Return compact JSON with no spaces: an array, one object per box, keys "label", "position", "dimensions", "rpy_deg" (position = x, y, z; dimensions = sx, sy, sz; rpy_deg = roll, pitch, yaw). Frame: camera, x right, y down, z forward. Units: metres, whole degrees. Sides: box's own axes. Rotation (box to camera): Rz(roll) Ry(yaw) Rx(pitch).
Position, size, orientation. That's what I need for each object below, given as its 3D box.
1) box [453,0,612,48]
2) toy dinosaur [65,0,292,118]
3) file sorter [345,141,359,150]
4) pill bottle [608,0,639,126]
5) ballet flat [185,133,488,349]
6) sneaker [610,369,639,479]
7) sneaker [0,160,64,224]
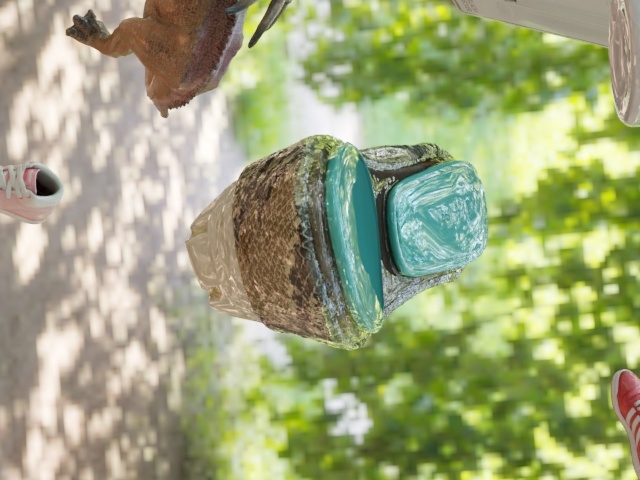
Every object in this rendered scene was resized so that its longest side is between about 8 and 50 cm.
[{"label":"box","position":[0.265,-0.259,1.718],"dimensions":[0.087,0.290,0.169],"rpy_deg":[-69,158,-8]},{"label":"toy dinosaur","position":[-0.097,-0.194,1.465],"dimensions":[0.127,0.200,0.295],"rpy_deg":[-17,138,-45]},{"label":"file sorter","position":[0.011,-0.005,1.891],"dimensions":[0.118,0.170,0.104],"rpy_deg":[43,13,-9]},{"label":"pill bottle","position":[0.304,-0.139,1.258],"dimensions":[0.108,0.180,0.108],"rpy_deg":[-3,90,-89]},{"label":"ballet flat","position":[0.000,0.000,1.395],"dimensions":[0.483,0.182,0.164],"rpy_deg":[-15,98,-72]},{"label":"sneaker","position":[0.330,0.180,1.737],"dimensions":[0.067,0.042,0.118],"rpy_deg":[-34,-111,60]},{"label":"sneaker","position":[-0.307,-0.056,1.665],"dimensions":[0.070,0.134,0.051],"rpy_deg":[-33,-131,51]}]
